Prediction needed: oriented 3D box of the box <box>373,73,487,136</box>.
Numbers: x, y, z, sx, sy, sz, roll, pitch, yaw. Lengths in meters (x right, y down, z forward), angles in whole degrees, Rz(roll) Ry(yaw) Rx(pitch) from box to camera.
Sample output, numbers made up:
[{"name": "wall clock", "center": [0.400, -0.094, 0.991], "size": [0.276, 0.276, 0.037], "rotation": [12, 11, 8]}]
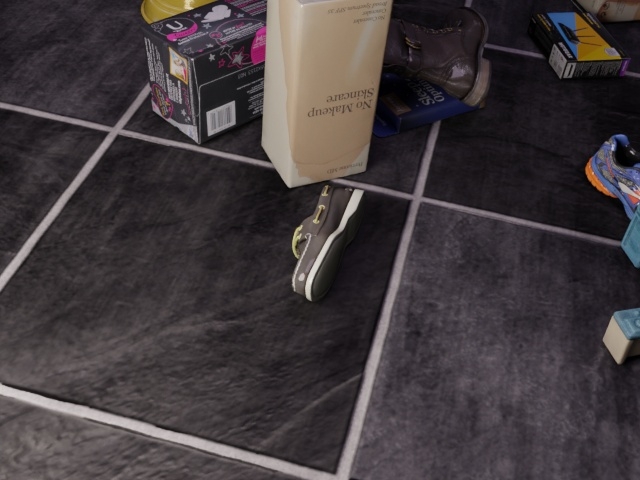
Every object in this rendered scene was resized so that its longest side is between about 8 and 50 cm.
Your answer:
[{"name": "box", "center": [0.164, -0.256, 1.398], "size": [0.225, 0.037, 0.136], "rotation": [-20, 50, -23]}]

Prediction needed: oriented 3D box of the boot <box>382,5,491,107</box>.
[{"name": "boot", "center": [0.173, -0.348, 1.350], "size": [0.228, 0.091, 0.263], "rotation": [17, 45, -19]}]

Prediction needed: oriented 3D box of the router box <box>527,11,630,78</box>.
[{"name": "router box", "center": [0.501, -0.384, 1.552], "size": [0.133, 0.046, 0.179], "rotation": [-5, 45, -11]}]

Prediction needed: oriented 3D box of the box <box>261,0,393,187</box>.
[{"name": "box", "center": [0.002, -0.242, 1.169], "size": [0.147, 0.311, 0.121], "rotation": [-15, 48, -19]}]

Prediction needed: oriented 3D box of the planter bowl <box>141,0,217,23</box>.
[{"name": "planter bowl", "center": [-0.246, -0.495, 1.558], "size": [0.217, 0.090, 0.217], "rotation": [2, 44, -2]}]

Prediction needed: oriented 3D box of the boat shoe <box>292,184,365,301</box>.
[{"name": "boat shoe", "center": [0.000, 0.000, 1.094], "size": [0.068, 0.081, 0.228], "rotation": [14, 38, 13]}]

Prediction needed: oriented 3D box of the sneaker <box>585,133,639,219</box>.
[{"name": "sneaker", "center": [0.501, -0.082, 1.218], "size": [0.083, 0.087, 0.221], "rotation": [-24, 51, -26]}]

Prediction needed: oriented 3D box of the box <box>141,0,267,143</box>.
[{"name": "box", "center": [-0.150, -0.295, 1.313], "size": [0.247, 0.163, 0.142], "rotation": [-30, 51, -31]}]

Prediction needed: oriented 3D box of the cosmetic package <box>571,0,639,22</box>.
[{"name": "cosmetic package", "center": [0.698, -0.562, 1.694], "size": [0.296, 0.129, 0.153], "rotation": [-6, 44, -11]}]

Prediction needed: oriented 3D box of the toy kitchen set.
[{"name": "toy kitchen set", "center": [0.435, 0.040, 1.063], "size": [0.166, 0.122, 0.207], "rotation": [-7, 46, -12]}]
